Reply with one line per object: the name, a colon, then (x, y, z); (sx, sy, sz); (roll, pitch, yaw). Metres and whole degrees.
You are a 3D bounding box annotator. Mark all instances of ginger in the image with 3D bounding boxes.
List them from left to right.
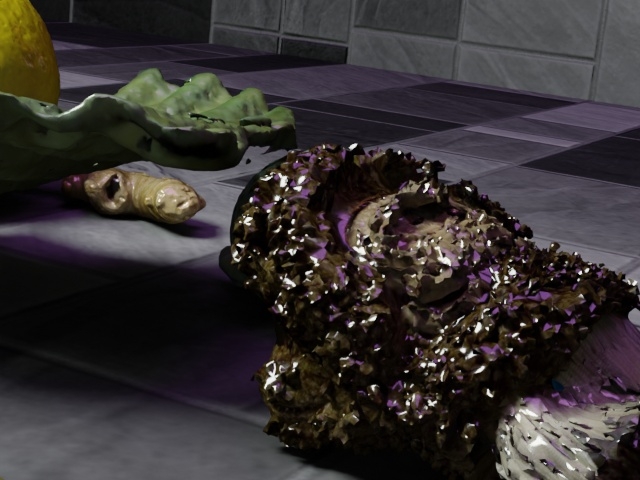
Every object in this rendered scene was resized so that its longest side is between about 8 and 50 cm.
ginger: (-0.226, -0.062, 1.268); (0.288, 0.075, 0.089); (20, 24, 33)

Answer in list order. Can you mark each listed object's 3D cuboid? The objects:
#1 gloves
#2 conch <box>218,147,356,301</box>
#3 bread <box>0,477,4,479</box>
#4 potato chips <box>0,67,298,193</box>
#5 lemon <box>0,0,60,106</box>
gloves: (0.081, 0.059, 0.714); (0.210, 0.135, 0.312); (-27, 51, -30)
conch: (0.002, -0.010, 0.989); (0.172, 0.131, 0.200); (-8, 20, -42)
bread: (-0.205, 0.114, 0.544); (0.188, 0.065, 0.149); (-2, 20, -37)
potato chips: (-0.208, -0.063, 0.910); (0.373, 0.097, 0.389); (-14, 5, 7)
lemon: (-0.357, -0.150, 1.217); (0.240, 0.240, 0.219); (15, 2, 33)
